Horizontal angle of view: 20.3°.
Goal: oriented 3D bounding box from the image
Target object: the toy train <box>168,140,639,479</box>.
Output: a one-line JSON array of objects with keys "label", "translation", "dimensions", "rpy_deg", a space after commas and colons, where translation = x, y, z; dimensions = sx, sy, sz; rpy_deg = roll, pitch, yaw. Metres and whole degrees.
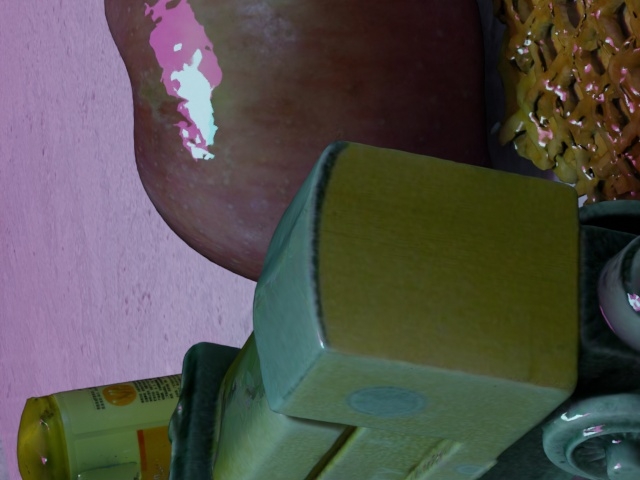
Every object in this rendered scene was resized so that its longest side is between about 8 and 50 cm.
[{"label": "toy train", "translation": [0.063, 0.086, 1.017], "dimensions": [0.397, 0.253, 0.160], "rpy_deg": [124, 153, -59]}]

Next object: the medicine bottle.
[{"label": "medicine bottle", "translation": [-0.177, 0.195, 1.745], "dimensions": [0.124, 0.238, 0.124], "rpy_deg": [171, 90, -72]}]

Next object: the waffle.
[{"label": "waffle", "translation": [0.162, -0.135, 0.999], "dimensions": [0.254, 0.052, 0.245], "rpy_deg": [-152, 56, -65]}]

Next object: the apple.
[{"label": "apple", "translation": [-0.014, -0.104, 1.173], "dimensions": [0.306, 0.235, 0.306], "rpy_deg": [171, 90, -87]}]
